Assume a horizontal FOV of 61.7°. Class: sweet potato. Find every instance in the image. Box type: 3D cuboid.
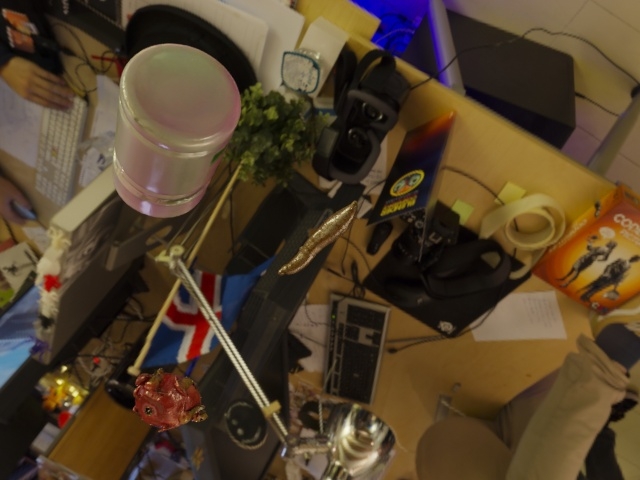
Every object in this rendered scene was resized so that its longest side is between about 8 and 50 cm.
[{"bbox_3d":[0.000,0.000,0.570,0.026,0.026,0.115,42,102,-15],"label":"sweet potato"}]

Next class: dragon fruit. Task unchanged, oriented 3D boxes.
[{"bbox_3d":[-0.260,0.278,0.895,0.112,0.068,0.127,-16,115,12],"label":"dragon fruit"}]

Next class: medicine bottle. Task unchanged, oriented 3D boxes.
[{"bbox_3d":[-0.293,-0.199,1.051,0.212,0.212,0.325,34,150,-7],"label":"medicine bottle"}]
